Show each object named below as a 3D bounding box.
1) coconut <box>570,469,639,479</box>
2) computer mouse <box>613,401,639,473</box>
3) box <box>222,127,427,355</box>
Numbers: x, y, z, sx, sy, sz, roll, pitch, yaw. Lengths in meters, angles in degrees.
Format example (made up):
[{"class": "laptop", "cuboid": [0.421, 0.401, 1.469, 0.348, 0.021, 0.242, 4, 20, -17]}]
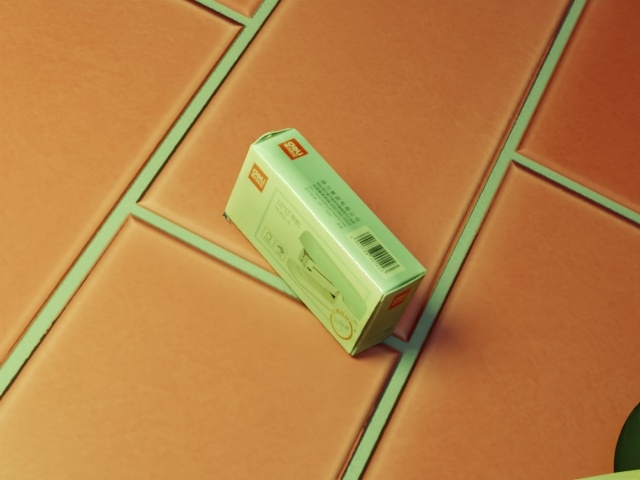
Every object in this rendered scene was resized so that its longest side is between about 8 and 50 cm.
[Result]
[{"class": "coconut", "cuboid": [0.293, 0.368, 1.726, 0.244, 0.239, 0.239, -12, 57, -24]}, {"class": "computer mouse", "cuboid": [0.437, 0.210, 1.964, 0.270, 0.137, 0.086, -33, 78, -35]}, {"class": "box", "cuboid": [0.000, 0.000, 1.985, 0.079, 0.135, 0.269, -25, 65, -38]}]
